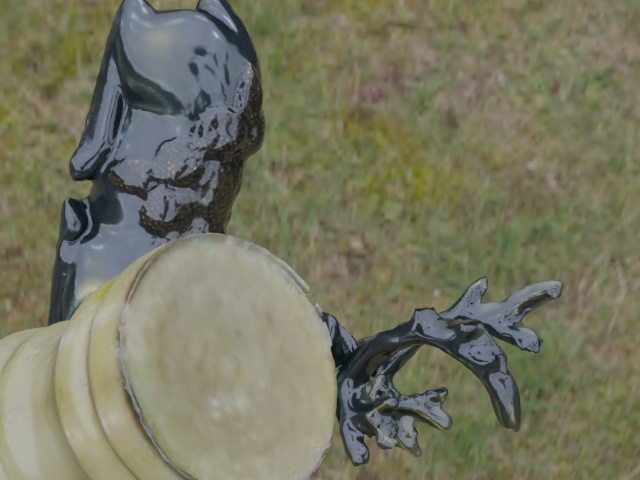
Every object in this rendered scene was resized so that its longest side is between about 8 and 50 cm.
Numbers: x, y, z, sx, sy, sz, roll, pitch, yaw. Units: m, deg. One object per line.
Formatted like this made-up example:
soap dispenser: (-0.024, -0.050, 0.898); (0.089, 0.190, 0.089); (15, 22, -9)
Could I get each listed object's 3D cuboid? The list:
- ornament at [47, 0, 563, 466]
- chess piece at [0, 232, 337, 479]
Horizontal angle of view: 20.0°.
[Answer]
ornament: (0.000, 0.000, 0.829); (0.236, 0.080, 0.202); (17, 97, 25)
chess piece: (-0.091, 0.071, 0.619); (0.090, 0.200, 0.090); (22, 56, -36)
